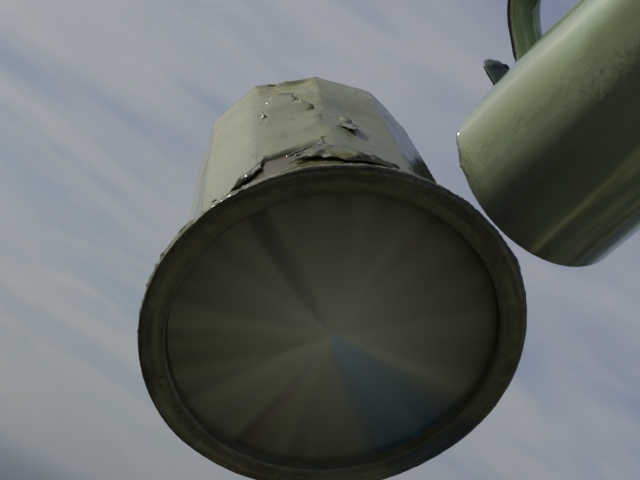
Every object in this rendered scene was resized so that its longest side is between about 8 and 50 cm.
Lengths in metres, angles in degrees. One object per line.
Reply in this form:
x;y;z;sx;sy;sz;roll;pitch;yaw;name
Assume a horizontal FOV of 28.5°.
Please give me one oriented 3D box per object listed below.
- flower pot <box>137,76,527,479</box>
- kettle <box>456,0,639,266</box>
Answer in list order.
0.000;0.000;0.750;0.212;0.212;0.202;34;26;-25;flower pot
0.225;-0.135;0.956;0.255;0.165;0.240;-49;-119;47;kettle
